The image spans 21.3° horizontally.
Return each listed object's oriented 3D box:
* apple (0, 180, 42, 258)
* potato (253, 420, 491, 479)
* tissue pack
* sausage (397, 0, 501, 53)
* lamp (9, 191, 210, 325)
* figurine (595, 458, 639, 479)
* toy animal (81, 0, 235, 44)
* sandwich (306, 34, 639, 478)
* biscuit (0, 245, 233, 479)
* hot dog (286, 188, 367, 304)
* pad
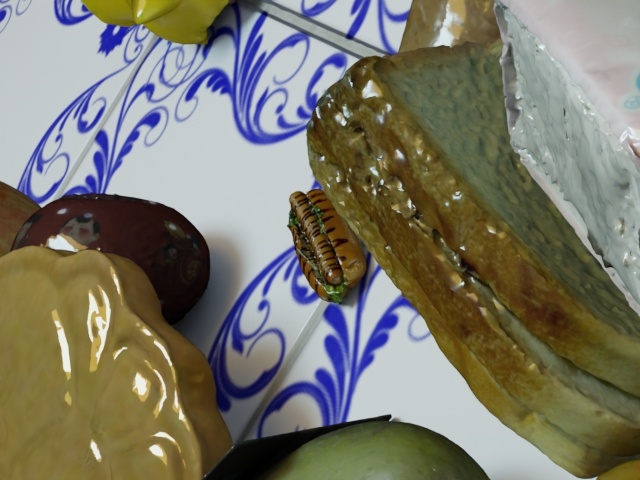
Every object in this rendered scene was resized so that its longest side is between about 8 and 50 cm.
[{"bbox_3d":[-0.335,0.058,1.440,0.257,0.234,0.257,-41,31,31],"label":"apple"},{"bbox_3d":[-0.004,0.209,0.953,0.251,0.159,0.174,-33,13,21],"label":"potato"},{"bbox_3d":[0.235,-0.078,0.768,0.271,0.124,0.201,-19,33,-6],"label":"tissue pack"},{"bbox_3d":[0.162,-0.269,1.131,0.136,0.123,0.500,141,150,-75],"label":"sausage"},{"bbox_3d":[-0.163,0.033,1.322,0.156,0.157,0.135,-2,81,37],"label":"lamp"},{"bbox_3d":[0.083,0.241,0.655,0.387,0.268,0.401,-27,38,65],"label":"figurine"},{"bbox_3d":[-0.151,-0.261,1.547,0.230,0.156,0.156,19,80,61],"label":"toy animal"},{"bbox_3d":[0.160,-0.023,0.938,0.254,0.288,0.099,47,137,16],"label":"sandwich"},{"bbox_3d":[-0.183,0.164,1.187,0.351,0.057,0.312,50,122,35],"label":"biscuit"},{"bbox_3d":[0.000,0.000,1.221,0.049,0.037,0.122,-47,36,13],"label":"hot dog"},{"bbox_3d":[-0.042,0.158,1.023,0.143,0.211,0.003,-47,71,19],"label":"pad"}]
